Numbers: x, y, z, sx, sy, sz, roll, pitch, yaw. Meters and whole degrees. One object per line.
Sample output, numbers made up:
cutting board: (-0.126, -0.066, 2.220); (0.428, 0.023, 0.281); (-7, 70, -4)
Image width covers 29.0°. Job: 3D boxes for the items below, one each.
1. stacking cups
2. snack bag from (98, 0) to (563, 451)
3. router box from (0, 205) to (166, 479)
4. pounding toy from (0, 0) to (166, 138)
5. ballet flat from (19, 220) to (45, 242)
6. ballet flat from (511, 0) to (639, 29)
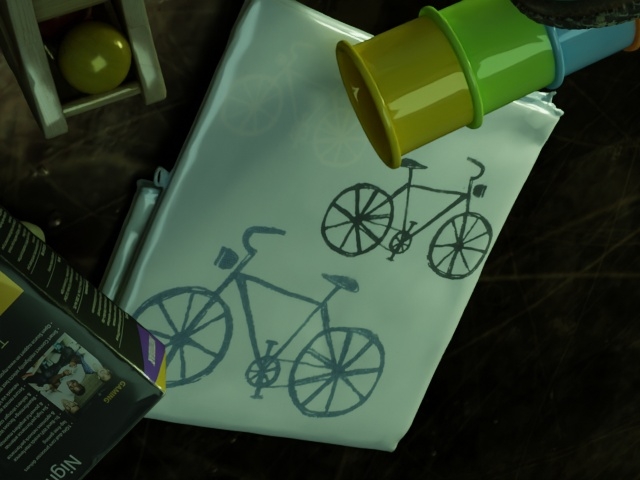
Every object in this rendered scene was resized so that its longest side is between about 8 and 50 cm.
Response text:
stacking cups: (0.171, -0.154, 0.839); (0.316, 0.096, 0.096); (-24, 127, -3)
snack bag: (0.000, 0.000, 0.944); (0.323, 0.037, 0.343); (15, 107, -36)
router box: (-0.284, 0.107, 0.750); (0.309, 0.081, 0.243); (-44, 107, 7)
pounding toy: (-0.120, -0.200, 0.679); (0.155, 0.154, 0.269); (-21, 126, -17)
ballet flat: (-0.227, 0.095, 0.849); (0.086, 0.086, 0.248); (-2, 117, -28)
ballet flat: (0.318, -0.295, 0.732); (0.483, 0.164, 0.182); (-48, 149, 20)
